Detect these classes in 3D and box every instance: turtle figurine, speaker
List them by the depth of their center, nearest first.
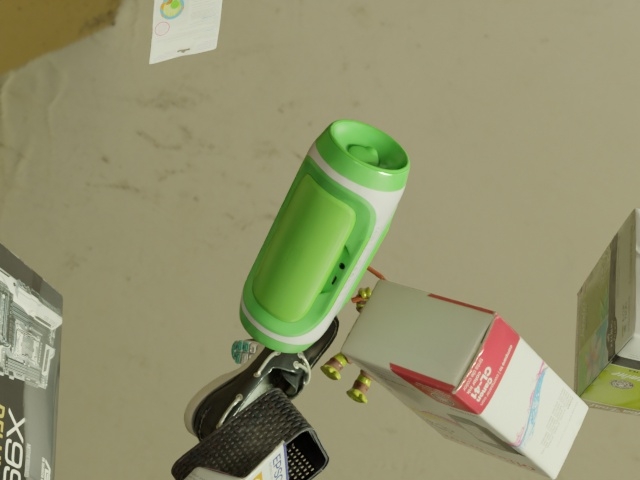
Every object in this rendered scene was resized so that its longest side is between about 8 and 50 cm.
[{"bbox_3d":[0.000,0.000,1.200,0.296,0.131,0.131,-62,176,31],"label":"speaker"},{"bbox_3d":[0.094,0.177,1.784,0.217,0.269,0.087,-50,-153,-16],"label":"turtle figurine"}]

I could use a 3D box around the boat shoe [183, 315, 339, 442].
[{"bbox_3d":[-0.068,0.213,1.480,0.302,0.091,0.114,-43,131,-22],"label":"boat shoe"}]

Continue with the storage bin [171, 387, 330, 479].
[{"bbox_3d":[-0.090,0.296,1.268,0.180,0.084,0.122,-37,142,-13],"label":"storage bin"}]

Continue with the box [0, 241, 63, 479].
[{"bbox_3d":[-0.384,0.145,1.056,0.242,0.076,0.307,57,21,-52],"label":"box"}]

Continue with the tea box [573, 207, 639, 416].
[{"bbox_3d":[0.594,0.137,1.490,0.323,0.329,0.220,96,4,-62],"label":"tea box"}]

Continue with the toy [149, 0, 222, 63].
[{"bbox_3d":[-0.230,-0.419,1.613,0.137,0.056,0.237,-20,147,-31],"label":"toy"}]

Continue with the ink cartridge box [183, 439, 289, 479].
[{"bbox_3d":[-0.161,0.432,1.149,0.330,0.071,0.324,-40,142,-39],"label":"ink cartridge box"}]

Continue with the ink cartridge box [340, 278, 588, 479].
[{"bbox_3d":[0.210,0.200,1.376,0.226,0.306,0.131,12,-114,47],"label":"ink cartridge box"}]

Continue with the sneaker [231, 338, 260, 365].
[{"bbox_3d":[-0.087,0.218,1.858,0.076,0.166,0.065,-18,119,-61],"label":"sneaker"}]
